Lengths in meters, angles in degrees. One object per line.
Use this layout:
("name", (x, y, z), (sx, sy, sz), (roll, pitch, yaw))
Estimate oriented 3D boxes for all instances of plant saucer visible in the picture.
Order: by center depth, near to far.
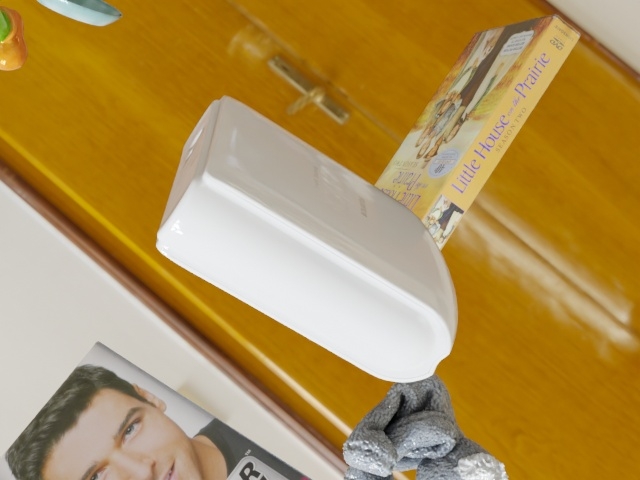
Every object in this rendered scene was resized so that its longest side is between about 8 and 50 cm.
("plant saucer", (-0.302, -0.289, 1.141), (0.021, 0.119, 0.119), (-66, 171, 16))

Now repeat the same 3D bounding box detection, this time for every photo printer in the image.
("photo printer", (0.000, 0.000, 0.926), (0.107, 0.307, 0.256), (-53, -165, 20))

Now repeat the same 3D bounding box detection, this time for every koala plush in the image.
("koala plush", (0.173, 0.316, 1.340), (0.203, 0.221, 0.196), (-47, 157, -22))

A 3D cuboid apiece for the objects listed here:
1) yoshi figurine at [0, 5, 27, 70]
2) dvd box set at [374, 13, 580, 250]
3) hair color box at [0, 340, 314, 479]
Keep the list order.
("yoshi figurine", (-0.571, -0.312, 1.376), (0.203, 0.203, 0.362), (-39, 177, 1))
("dvd box set", (0.229, -0.177, 1.573), (0.420, 0.062, 0.307), (-56, -164, -2))
("hair color box", (-0.141, 0.276, 0.948), (0.185, 0.374, 0.114), (-53, 147, -19))
